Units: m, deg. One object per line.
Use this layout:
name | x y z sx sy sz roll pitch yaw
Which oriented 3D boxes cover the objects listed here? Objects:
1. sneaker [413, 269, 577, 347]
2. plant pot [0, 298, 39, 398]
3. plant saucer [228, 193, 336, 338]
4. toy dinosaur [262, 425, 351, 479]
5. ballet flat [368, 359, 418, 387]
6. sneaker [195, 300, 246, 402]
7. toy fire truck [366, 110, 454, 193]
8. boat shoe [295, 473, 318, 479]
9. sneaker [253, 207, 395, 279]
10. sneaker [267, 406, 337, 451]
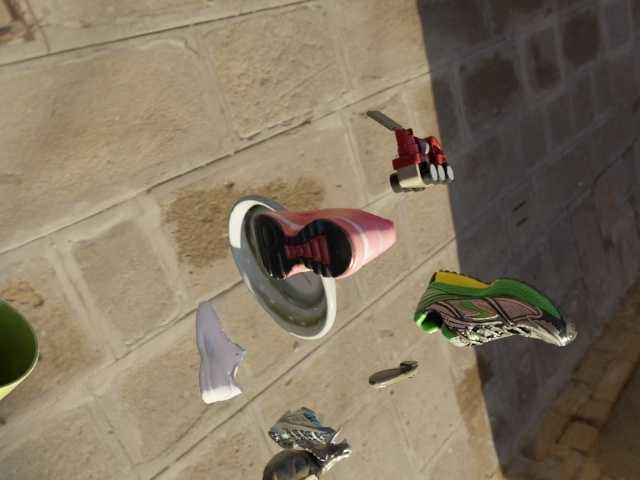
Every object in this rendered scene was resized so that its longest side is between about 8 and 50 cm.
sneaker | 0.334 0.161 1.040 0.134 0.344 0.146 47 67 -26
plant pot | -0.804 0.297 1.108 0.275 0.274 0.293 27 113 -39
plant saucer | -0.080 0.056 1.337 0.101 0.401 0.400 -30 110 -33
toy dinosaur | -0.069 0.548 1.214 0.314 0.121 0.160 -1 70 -39
ballet flat | 0.252 0.460 1.772 0.250 0.084 0.058 -6 95 -49
sneaker | -0.203 0.221 1.081 0.094 0.080 0.212 -11 65 -3
toy fire truck | 0.246 -0.260 1.462 0.217 0.159 0.246 -11 88 -58
boat shoe | -0.024 0.463 0.970 0.135 0.050 0.045 60 8 -63
sneaker | 0.000 0.001 0.886 0.136 0.314 0.115 -16 104 -34
sneaker | -0.048 0.570 1.623 0.110 0.283 0.122 52 50 -20
